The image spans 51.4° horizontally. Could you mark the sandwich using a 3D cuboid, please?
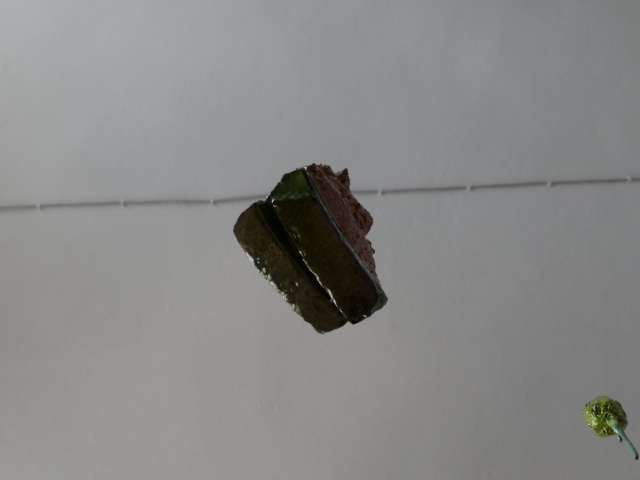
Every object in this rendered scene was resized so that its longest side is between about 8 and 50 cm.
[{"bbox_3d":[0.005,0.008,0.765,0.109,0.160,0.185,-36,-96,23],"label":"sandwich"}]

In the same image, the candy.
[{"bbox_3d":[0.246,0.159,0.550,0.035,0.123,0.035,-18,-91,10],"label":"candy"}]
